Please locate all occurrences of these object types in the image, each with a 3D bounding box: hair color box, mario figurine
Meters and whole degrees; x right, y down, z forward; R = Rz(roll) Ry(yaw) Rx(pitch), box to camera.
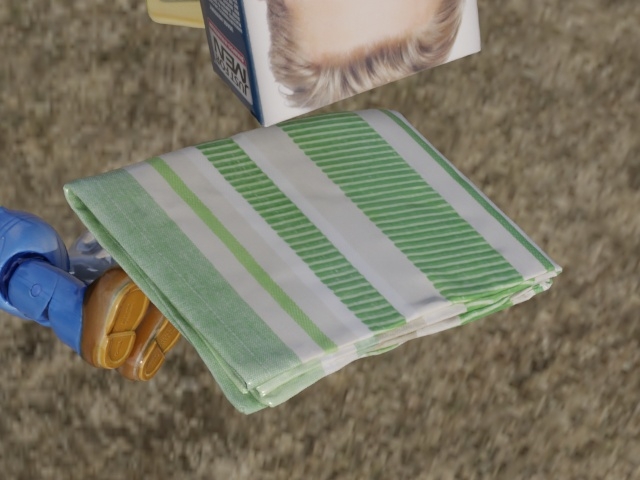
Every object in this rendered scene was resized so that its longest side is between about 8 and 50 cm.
[{"bbox_3d":[-0.004,-0.265,1.232,0.174,0.347,0.105,-21,37,-15],"label":"hair color box"},{"bbox_3d":[-0.257,-0.016,1.523,0.321,0.198,0.170,24,51,20],"label":"mario figurine"}]

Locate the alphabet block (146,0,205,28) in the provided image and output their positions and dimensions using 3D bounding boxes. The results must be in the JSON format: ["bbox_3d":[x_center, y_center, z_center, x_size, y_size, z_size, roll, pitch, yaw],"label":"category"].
[{"bbox_3d":[-0.023,-0.285,1.483,0.197,0.193,0.192,9,41,13],"label":"alphabet block"}]

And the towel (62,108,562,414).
[{"bbox_3d":[0.000,0.000,1.476,0.325,0.038,0.248,-19,54,-37],"label":"towel"}]
